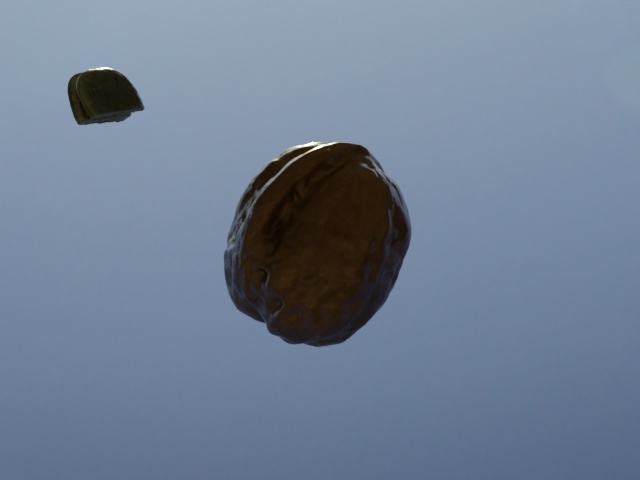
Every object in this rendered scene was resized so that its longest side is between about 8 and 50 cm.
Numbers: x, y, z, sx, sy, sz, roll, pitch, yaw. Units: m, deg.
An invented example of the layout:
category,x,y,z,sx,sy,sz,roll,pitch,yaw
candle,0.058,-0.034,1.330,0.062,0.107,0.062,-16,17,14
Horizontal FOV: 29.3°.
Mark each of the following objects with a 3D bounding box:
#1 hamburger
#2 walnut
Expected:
category,x,y,z,sx,sy,sz,roll,pitch,yaw
hamburger,-0.334,-0.222,1.856,0.121,0.054,0.084,-19,-95,-47
walnut,0.000,0.000,1.514,0.257,0.257,0.224,-33,-137,-25
